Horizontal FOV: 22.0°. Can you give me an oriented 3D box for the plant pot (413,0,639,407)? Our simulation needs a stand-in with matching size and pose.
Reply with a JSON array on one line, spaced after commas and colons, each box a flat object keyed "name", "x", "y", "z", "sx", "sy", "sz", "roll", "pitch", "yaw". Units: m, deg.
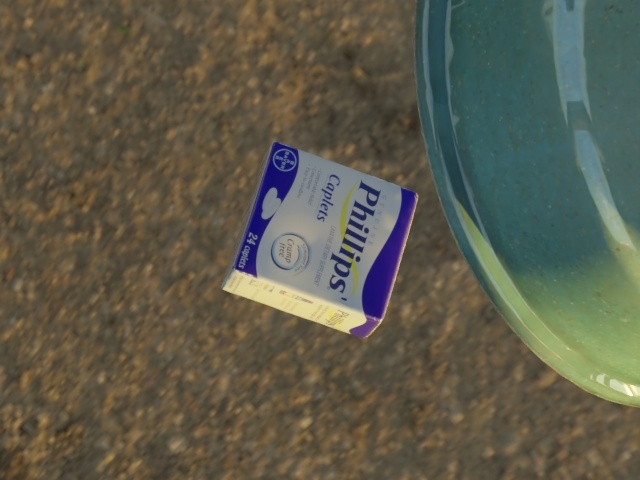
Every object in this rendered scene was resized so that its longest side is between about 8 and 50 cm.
[{"name": "plant pot", "x": 0.278, "y": -0.093, "z": 0.770, "sx": 0.341, "sy": 0.334, "sz": 0.341, "roll": 4, "pitch": 83, "yaw": -37}]

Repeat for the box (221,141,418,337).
[{"name": "box", "x": 0.000, "y": 0.000, "z": 1.420, "sx": 0.137, "sy": 0.072, "sz": 0.126, "roll": 19, "pitch": 71, "yaw": -7}]
